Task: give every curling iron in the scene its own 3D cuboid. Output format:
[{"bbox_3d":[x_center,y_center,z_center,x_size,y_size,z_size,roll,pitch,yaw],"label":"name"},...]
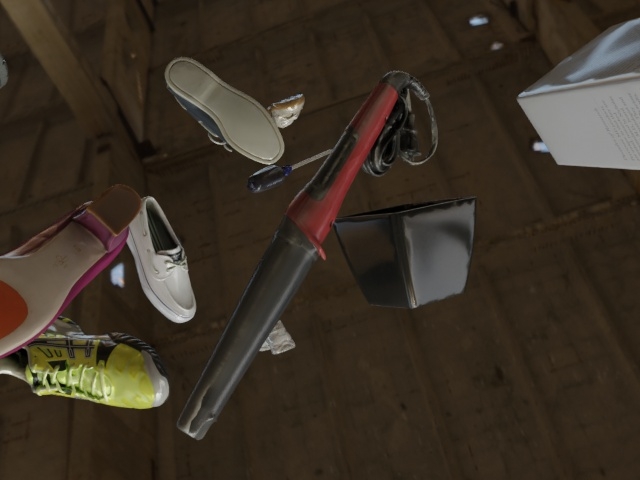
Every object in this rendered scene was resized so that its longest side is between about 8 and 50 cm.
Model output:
[{"bbox_3d":[0.000,0.000,0.417,0.035,0.068,0.274,7,-124,47],"label":"curling iron"}]

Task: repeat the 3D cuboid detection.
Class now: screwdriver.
[{"bbox_3d":[-0.029,-0.089,0.779,0.024,0.025,0.170,5,-153,32],"label":"screwdriver"}]

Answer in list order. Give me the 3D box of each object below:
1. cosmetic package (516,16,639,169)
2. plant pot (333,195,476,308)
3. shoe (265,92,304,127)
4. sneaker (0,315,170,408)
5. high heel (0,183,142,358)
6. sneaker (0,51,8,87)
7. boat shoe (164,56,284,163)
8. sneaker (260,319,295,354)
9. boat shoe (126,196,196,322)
[{"bbox_3d":[0.518,-0.233,1.025,0.230,0.161,0.453,-36,-168,-2],"label":"cosmetic package"},{"bbox_3d":[0.154,0.023,1.186,0.187,0.167,0.188,-12,-174,-33],"label":"plant pot"},{"bbox_3d":[-0.071,-0.278,1.468,0.076,0.058,0.219,-24,-169,-8],"label":"shoe"},{"bbox_3d":[-0.444,0.245,1.244,0.384,0.145,0.147,7,-159,27],"label":"sneaker"},{"bbox_3d":[-0.402,0.069,0.930,0.377,0.127,0.181,-43,-174,-39],"label":"high heel"},{"bbox_3d":[-0.479,-0.235,0.729,0.125,0.341,0.140,34,-96,16],"label":"sneaker"},{"bbox_3d":[-0.174,-0.225,1.220,0.254,0.079,0.095,35,-101,-3],"label":"boat shoe"},{"bbox_3d":[-0.089,0.171,1.245,0.053,0.061,0.152,-19,-178,-24],"label":"sneaker"},{"bbox_3d":[-0.269,0.033,1.154,0.075,0.226,0.083,-26,-174,35],"label":"boat shoe"}]
